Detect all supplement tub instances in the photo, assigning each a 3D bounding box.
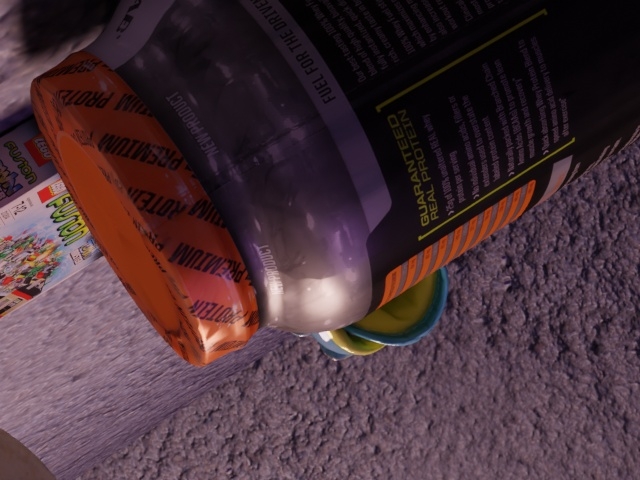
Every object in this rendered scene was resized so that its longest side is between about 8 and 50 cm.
[{"bbox_3d":[0.033,-0.084,0.573,0.316,0.194,0.193,-31,171,-18],"label":"supplement tub"}]

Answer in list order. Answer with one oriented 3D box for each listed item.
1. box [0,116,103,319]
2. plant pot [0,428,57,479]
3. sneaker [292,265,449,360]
[{"bbox_3d":[-0.191,-0.002,0.701,0.114,0.036,0.207,-33,171,-12],"label":"box"},{"bbox_3d":[-0.316,0.272,0.743,0.334,0.333,0.305,-42,-160,41],"label":"plant pot"},{"bbox_3d":[0.000,0.000,0.791,0.127,0.208,0.319,-63,166,9],"label":"sneaker"}]
